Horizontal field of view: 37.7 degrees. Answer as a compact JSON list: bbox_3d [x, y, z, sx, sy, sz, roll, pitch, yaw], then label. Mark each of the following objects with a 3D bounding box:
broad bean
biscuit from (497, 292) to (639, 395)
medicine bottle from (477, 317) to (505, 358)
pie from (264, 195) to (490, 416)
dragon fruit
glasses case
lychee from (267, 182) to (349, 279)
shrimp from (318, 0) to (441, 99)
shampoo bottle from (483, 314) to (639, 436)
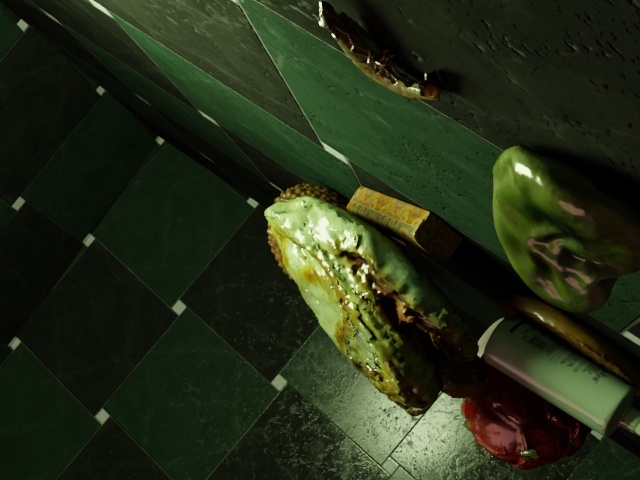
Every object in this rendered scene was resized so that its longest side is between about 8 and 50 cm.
[{"bbox_3d":[0.203,-0.015,0.773,0.153,0.072,0.207,31,163,25],"label":"broad bean"},{"bbox_3d":[0.387,0.154,1.431,0.262,0.037,0.262,35,176,3],"label":"biscuit"},{"bbox_3d":[0.428,0.272,1.843,0.249,0.133,0.133,34,177,-7],"label":"medicine bottle"},{"bbox_3d":[0.066,0.081,1.470,0.418,0.180,0.395,46,178,25],"label":"pie"},{"bbox_3d":[0.367,0.290,1.655,0.244,0.244,0.299,36,147,-12],"label":"dragon fruit"},{"bbox_3d":[0.120,-0.026,1.412,0.075,0.049,0.218,37,176,-27],"label":"glasses case"},{"bbox_3d":[0.000,0.000,1.778,0.238,0.200,0.200,41,174,-27],"label":"lychee"},{"bbox_3d":[0.046,-0.145,0.730,0.127,0.025,0.091,32,179,-43],"label":"shrimp"},{"bbox_3d":[0.365,0.207,1.357,0.262,0.085,0.085,33,176,31],"label":"shampoo bottle"}]
